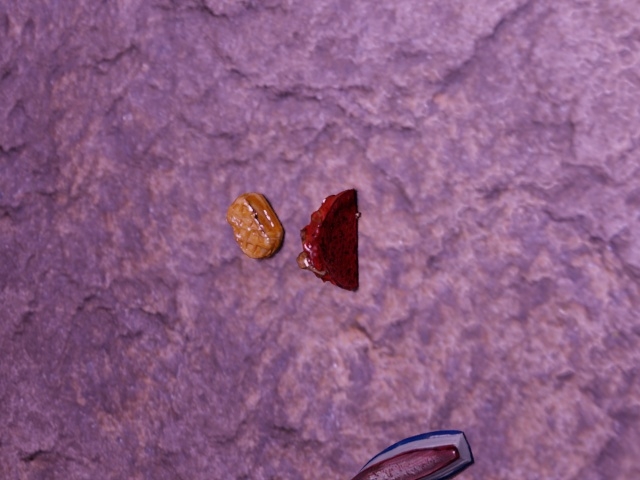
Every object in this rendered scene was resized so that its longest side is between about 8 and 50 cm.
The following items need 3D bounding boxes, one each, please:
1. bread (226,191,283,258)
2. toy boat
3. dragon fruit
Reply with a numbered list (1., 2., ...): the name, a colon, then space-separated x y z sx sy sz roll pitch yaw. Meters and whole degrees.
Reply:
1. bread: -0.108 -0.023 2.292 0.083 0.044 0.111 -34 80 37
2. toy boat: 0.131 0.348 2.183 0.229 0.046 0.080 -22 88 35
3. dragon fruit: 0.000 0.000 2.177 0.083 0.106 0.162 13 108 36
